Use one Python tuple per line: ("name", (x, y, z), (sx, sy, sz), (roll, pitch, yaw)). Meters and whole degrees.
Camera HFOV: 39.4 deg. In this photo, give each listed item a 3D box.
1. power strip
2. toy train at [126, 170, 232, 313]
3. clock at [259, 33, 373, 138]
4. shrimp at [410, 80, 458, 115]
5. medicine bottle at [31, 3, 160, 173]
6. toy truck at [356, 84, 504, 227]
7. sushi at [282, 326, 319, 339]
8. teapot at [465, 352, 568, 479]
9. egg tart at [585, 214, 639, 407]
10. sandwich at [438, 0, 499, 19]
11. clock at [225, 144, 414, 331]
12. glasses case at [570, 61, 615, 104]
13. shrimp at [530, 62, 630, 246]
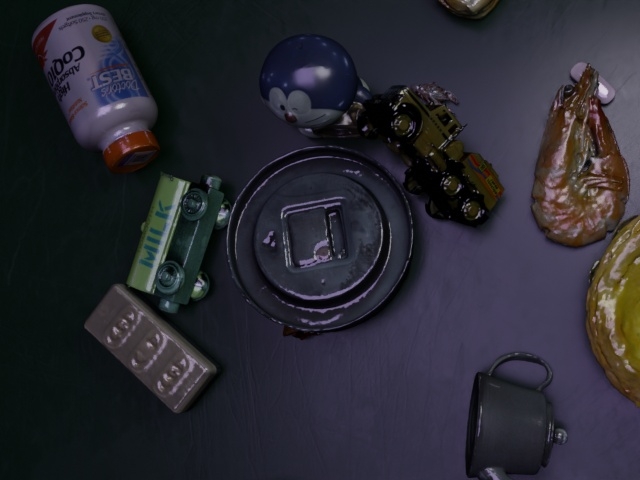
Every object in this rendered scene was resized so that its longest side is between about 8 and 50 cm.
("power strip", (-0.303, 0.186, 1.582), (0.256, 0.070, 0.105), (39, 95, 16))
("toy train", (-0.259, -0.005, 1.581), (0.157, 0.105, 0.253), (18, 90, 30))
("clock", (-0.007, -0.243, 1.456), (0.199, 0.243, 0.147), (5, 84, 17))
("shrimp", (0.197, -0.246, 1.514), (0.092, 0.029, 0.038), (37, 86, 9))
("medicine bottle", (-0.391, -0.265, 1.602), (0.157, 0.157, 0.289), (-30, 78, 10))
("toy truck", (0.180, -0.141, 1.409), (0.257, 0.127, 0.127), (44, 82, -22))
("sushi", (-0.023, 0.146, 1.524), (0.099, 0.050, 0.047), (-6, 89, 26))
("teapot", (0.307, 0.284, 1.380), (0.149, 0.162, 0.239), (6, 57, 7))
("egg tart", (0.563, 0.103, 1.328), (0.345, 0.132, 0.345), (-2, 84, 14))
("sandwich", (0.235, -0.529, 1.496), (0.273, 0.095, 0.249), (42, 99, 14))
("clock", (0.000, -0.001, 1.495), (0.318, 0.066, 0.319), (-3, 75, 11))
("glasses case", (0.442, -0.255, 1.451), (0.032, 0.021, 0.083), (-46, 76, 7))
("shrimp", (0.420, -0.136, 1.427), (0.154, 0.062, 0.294), (5, 94, 7))
